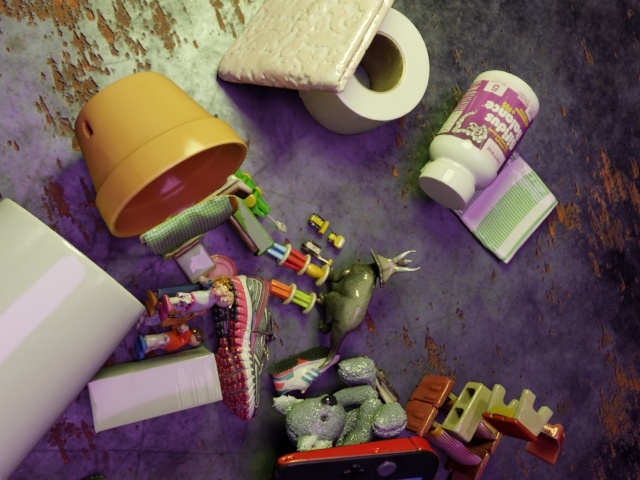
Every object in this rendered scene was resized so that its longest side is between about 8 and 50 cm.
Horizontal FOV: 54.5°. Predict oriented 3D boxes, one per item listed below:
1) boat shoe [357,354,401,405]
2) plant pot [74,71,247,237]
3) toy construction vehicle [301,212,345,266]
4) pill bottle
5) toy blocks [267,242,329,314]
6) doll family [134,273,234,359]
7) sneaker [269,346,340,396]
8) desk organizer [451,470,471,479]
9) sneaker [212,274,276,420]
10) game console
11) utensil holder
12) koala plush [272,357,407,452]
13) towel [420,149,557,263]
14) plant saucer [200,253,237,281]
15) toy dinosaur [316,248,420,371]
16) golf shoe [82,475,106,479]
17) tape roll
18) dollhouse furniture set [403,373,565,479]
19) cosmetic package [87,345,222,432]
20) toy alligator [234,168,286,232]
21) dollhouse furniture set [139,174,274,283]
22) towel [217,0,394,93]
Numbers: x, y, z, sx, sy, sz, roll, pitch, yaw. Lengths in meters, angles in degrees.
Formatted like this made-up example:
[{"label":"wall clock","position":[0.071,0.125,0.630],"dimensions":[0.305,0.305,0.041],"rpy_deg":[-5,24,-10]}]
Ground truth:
[{"label":"boat shoe","position":[0.133,0.316,1.414],"dimensions":[0.049,0.056,0.152],"rpy_deg":[-38,111,-23]},{"label":"plant pot","position":[-0.310,-0.170,1.149],"dimensions":[0.291,0.291,0.203],"rpy_deg":[-33,84,-19]},{"label":"toy construction vehicle","position":[0.000,0.000,1.383],"dimensions":[0.098,0.035,0.085],"rpy_deg":[35,66,-19]},{"label":"pill bottle","position":[0.354,-0.223,1.418],"dimensions":[0.169,0.169,0.301],"rpy_deg":[38,77,-16]},{"label":"toy blocks","position":[-0.070,0.075,1.339],"dimensions":[0.148,0.054,0.123],"rpy_deg":[29,81,-16]},{"label":"doll family","position":[-0.259,0.120,1.194],"dimensions":[0.163,0.263,0.118],"rpy_deg":[-7,62,-37]},{"label":"sneaker","position":[-0.031,0.288,1.355],"dimensions":[0.161,0.057,0.075],"rpy_deg":[-16,111,-22]},{"label":"desk organizer","position":[0.338,0.592,1.483],"dimensions":[0.047,0.050,0.130],"rpy_deg":[53,51,-46]},{"label":"sneaker","position":[-0.145,0.221,1.276],"dimensions":[0.112,0.121,0.299],"rpy_deg":[-2,95,-42]},{"label":"game console","position":[0.046,0.553,1.264],"dimensions":[0.342,0.060,0.386],"rpy_deg":[-1,124,-22]},{"label":"utensil holder","position":[-0.531,0.170,1.022],"dimensions":[0.327,0.328,0.385],"rpy_deg":[43,72,-15]},{"label":"koala plush","position":[0.022,0.377,1.281],"dimensions":[0.221,0.196,0.203],"rpy_deg":[1,126,-33]},{"label":"towel","position":[0.429,-0.134,1.547],"dimensions":[0.248,0.038,0.325],"rpy_deg":[-46,104,-15]},{"label":"plant saucer","position":[-0.215,0.070,1.305],"dimensions":[0.084,0.013,0.083],"rpy_deg":[1,88,-20]},{"label":"toy dinosaur","position":[0.060,0.127,1.324],"dimensions":[0.121,0.160,0.313],"rpy_deg":[44,66,-13]},{"label":"golf shoe","position":[-0.467,0.533,1.170],"dimensions":[0.198,0.077,0.094],"rpy_deg":[-43,114,-10]},{"label":"tape roll","position":[0.090,-0.364,1.352],"dimensions":[0.246,0.169,0.246],"rpy_deg":[0,89,-20]},{"label":"dollhouse furniture set","position":[0.347,0.416,1.323],"dimensions":[0.201,0.374,0.152],"rpy_deg":[41,71,-14]},{"label":"cosmetic package","position":[-0.323,0.280,1.198],"dimensions":[0.238,0.127,0.107],"rpy_deg":[-12,93,-19]},{"label":"toy alligator","position":[-0.147,-0.082,1.318],"dimensions":[0.051,0.056,0.189],"rpy_deg":[-31,104,23]},{"label":"dollhouse furniture set","position":[-0.198,0.003,1.144],"dimensions":[0.198,0.301,0.151],"rpy_deg":[-35,96,-10]},{"label":"towel","position":[-0.022,-0.438,1.240],"dimensions":[0.053,0.332,0.317],"rpy_deg":[42,72,-47]}]
